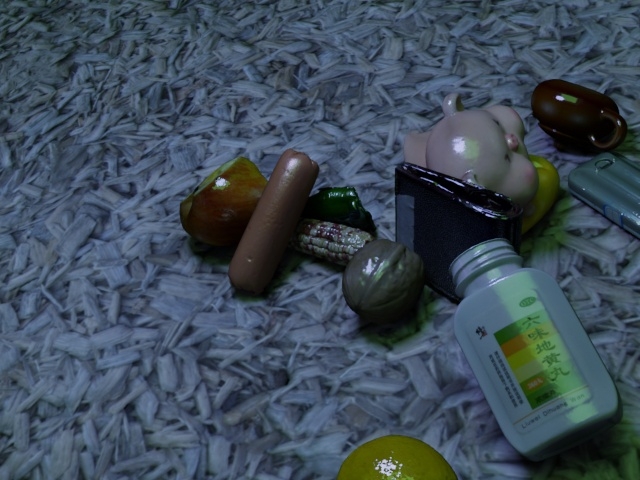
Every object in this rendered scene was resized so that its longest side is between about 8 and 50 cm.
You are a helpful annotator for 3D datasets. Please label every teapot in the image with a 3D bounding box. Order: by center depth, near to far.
[{"bbox_3d":[0.513,-0.237,1.954,0.178,0.135,0.252,3,23,-31],"label":"teapot"}]

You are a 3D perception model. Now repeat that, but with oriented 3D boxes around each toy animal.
[{"bbox_3d":[0.305,-0.159,1.835,0.278,0.246,0.345,-11,41,1],"label":"toy animal"}]

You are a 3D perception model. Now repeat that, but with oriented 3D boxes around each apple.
[{"bbox_3d":[-0.187,-0.069,1.941,0.173,0.160,0.195,-23,-2,-27],"label":"apple"}]

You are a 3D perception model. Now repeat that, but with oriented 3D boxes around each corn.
[{"bbox_3d":[0.000,0.000,1.881,0.237,0.079,0.079,13,48,31],"label":"corn"}]

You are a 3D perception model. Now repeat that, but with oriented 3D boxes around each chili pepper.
[{"bbox_3d":[0.020,-0.051,1.923,0.216,0.108,0.062,3,46,40],"label":"chili pepper"}]

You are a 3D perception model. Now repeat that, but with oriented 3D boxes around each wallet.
[{"bbox_3d":[0.235,-0.002,1.705,0.262,0.220,0.071,27,46,37],"label":"wallet"}]

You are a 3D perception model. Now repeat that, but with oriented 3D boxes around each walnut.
[{"bbox_3d":[0.111,0.072,1.724,0.140,0.140,0.162,20,63,33],"label":"walnut"}]

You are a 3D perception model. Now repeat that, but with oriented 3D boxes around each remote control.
[{"bbox_3d":[0.602,-0.064,1.781,0.128,0.065,0.335,-28,43,-18],"label":"remote control"}]

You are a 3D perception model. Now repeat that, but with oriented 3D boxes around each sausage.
[{"bbox_3d":[-0.088,-0.035,1.856,0.086,0.086,0.289,22,84,34],"label":"sausage"}]

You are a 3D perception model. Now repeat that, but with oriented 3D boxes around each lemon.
[{"bbox_3d":[0.108,0.362,1.375,0.178,0.178,0.203,-22,32,-8],"label":"lemon"}]

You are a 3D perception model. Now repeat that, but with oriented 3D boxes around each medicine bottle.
[{"bbox_3d":[0.311,0.157,1.495,0.179,0.124,0.324,-30,62,13],"label":"medicine bottle"}]
